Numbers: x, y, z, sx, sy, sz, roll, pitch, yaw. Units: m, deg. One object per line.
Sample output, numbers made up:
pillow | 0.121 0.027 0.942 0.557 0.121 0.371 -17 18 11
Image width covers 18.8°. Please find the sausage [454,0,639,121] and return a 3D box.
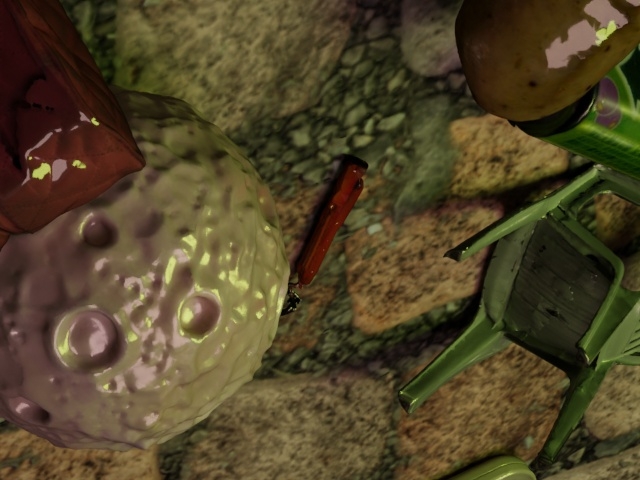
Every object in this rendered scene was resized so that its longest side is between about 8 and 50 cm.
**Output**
sausage | 0.272 -0.294 1.398 0.136 0.123 0.501 35 102 -3

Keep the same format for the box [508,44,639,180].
box | 0.295 -0.109 1.627 0.097 0.134 0.345 -10 161 43

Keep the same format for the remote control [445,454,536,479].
remote control | 0.116 0.280 1.953 0.221 0.042 0.078 -25 138 -13

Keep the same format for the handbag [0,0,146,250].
handbag | -0.220 -0.106 1.204 0.135 0.225 0.146 -32 163 2

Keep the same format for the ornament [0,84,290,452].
ornament | -0.155 0.017 1.349 0.259 0.259 0.225 -35 146 0

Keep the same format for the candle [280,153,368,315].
candle | 0.001 0.000 1.614 0.026 0.021 0.167 2 128 -35

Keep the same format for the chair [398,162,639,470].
chair | 0.234 0.064 1.717 0.275 0.190 0.203 -38 151 -44
